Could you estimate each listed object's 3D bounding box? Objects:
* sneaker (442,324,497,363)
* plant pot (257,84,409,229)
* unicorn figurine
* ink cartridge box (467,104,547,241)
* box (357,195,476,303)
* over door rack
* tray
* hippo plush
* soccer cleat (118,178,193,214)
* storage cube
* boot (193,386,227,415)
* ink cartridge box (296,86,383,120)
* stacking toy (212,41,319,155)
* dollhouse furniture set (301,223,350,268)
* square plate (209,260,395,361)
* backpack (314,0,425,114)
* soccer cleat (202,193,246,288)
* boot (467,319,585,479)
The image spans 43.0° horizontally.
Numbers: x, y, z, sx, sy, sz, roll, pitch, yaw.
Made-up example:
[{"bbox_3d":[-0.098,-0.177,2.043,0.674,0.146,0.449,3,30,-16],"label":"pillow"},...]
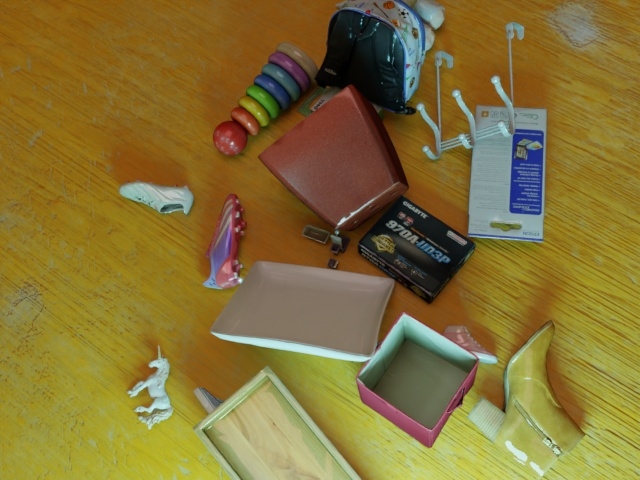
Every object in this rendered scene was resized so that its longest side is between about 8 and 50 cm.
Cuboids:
[{"bbox_3d":[0.333,0.226,1.804,0.134,0.051,0.070,14,73,18],"label":"sneaker"},{"bbox_3d":[0.059,-0.168,1.895,0.267,0.267,0.235,-37,80,11],"label":"plant pot"},{"bbox_3d":[-0.381,0.337,1.847,0.111,0.060,0.161,-25,81,-5],"label":"unicorn figurine"},{"bbox_3d":[0.452,-0.159,1.963,0.176,0.069,0.370,5,63,9],"label":"ink cartridge box"},{"bbox_3d":[0.225,0.019,1.910,0.220,0.051,0.175,36,70,21],"label":"box"},{"bbox_3d":[0.362,-0.377,1.993,0.240,0.108,0.324,-13,58,42],"label":"over door rack"},{"bbox_3d":[-0.057,0.487,1.687,0.203,0.076,0.411,-39,77,-11],"label":"tray"},{"bbox_3d":[0.200,-0.652,2.130,0.234,0.236,0.294,-30,65,-7],"label":"hippo plush"},{"bbox_3d":[-0.420,-0.108,2.052,0.196,0.068,0.076,5,69,7],"label":"soccer cleat"},{"bbox_3d":[0.205,0.299,1.709,0.215,0.193,0.183,32,73,19],"label":"storage cube"},{"bbox_3d":[-0.194,0.381,1.797,0.086,0.069,0.190,-39,75,-16],"label":"boot"},{"bbox_3d":[0.048,-0.339,2.100,0.209,0.062,0.109,34,74,21],"label":"ink cartridge box"},{"bbox_3d":[-0.153,-0.353,2.109,0.141,0.141,0.330,37,82,21],"label":"stacking toy"},{"bbox_3d":[0.000,0.000,1.936,0.114,0.081,0.091,20,69,16],"label":"dollhouse furniture set"},{"bbox_3d":[-0.027,0.155,1.796,0.344,0.049,0.347,7,26,11],"label":"square plate"},{"bbox_3d":[0.140,-0.476,1.983,0.277,0.263,0.213,22,62,15],"label":"backpack"},{"bbox_3d":[-0.235,0.000,1.971,0.095,0.083,0.248,-5,67,10],"label":"soccer cleat"},{"bbox_3d":[0.474,0.337,1.717,0.211,0.104,0.295,37,79,16],"label":"boot"}]
